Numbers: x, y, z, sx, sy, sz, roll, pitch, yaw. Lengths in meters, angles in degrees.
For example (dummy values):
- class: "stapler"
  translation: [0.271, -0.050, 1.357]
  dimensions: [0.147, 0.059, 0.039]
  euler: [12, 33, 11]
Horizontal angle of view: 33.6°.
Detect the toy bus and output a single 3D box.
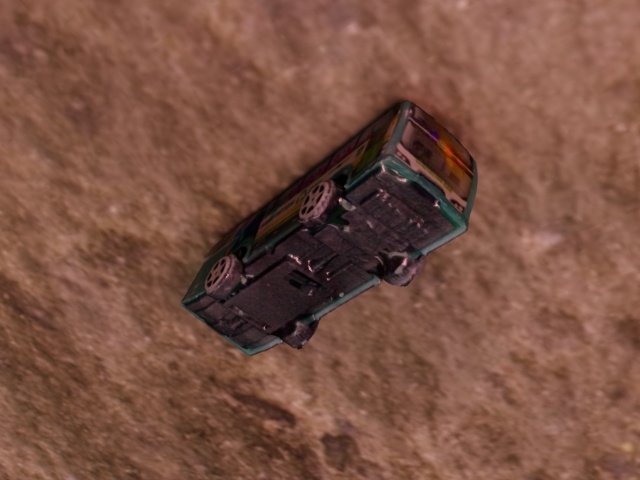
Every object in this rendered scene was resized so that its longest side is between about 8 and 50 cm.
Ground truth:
- class: "toy bus"
  translation: [0.000, 0.000, 0.761]
  dimensions: [0.091, 0.109, 0.262]
  euler: [39, 136, -18]
